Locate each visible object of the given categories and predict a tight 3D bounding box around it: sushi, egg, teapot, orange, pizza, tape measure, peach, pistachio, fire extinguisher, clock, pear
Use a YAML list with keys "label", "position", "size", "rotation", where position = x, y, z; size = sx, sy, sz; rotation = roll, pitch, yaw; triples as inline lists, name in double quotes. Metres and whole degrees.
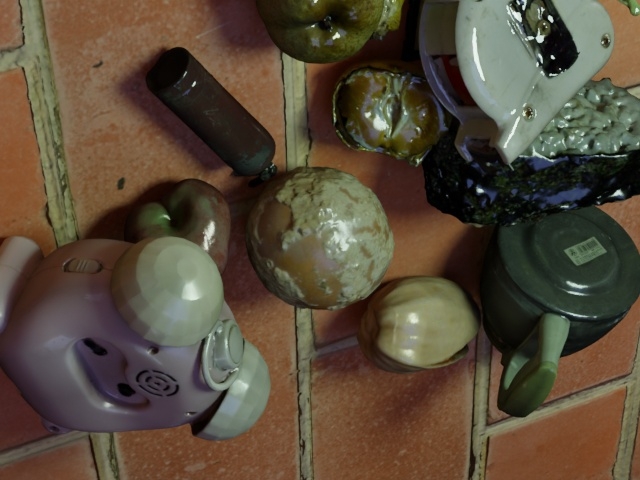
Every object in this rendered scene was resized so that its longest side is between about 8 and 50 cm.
- label: "sushi"
  position: [0.308, -0.126, 2.200]
  size: [0.350, 0.211, 0.171]
  rotation: [-7, 134, -18]
- label: "egg"
  position: [0.000, 0.000, 2.126]
  size: [0.203, 0.203, 0.245]
  rotation: [-43, 146, 8]
- label: "teapot"
  position: [0.364, 0.116, 2.366]
  size: [0.239, 0.322, 0.239]
  rotation: [-2, 143, -19]
- label: "orange"
  position: [0.096, -0.184, 2.081]
  size: [0.160, 0.112, 0.170]
  rotation: [-24, 125, 13]
- label: "pizza"
  position: [0.096, -0.321, 1.986]
  size: [0.035, 0.099, 0.160]
  rotation: [14, 121, -1]
- label: "tape measure"
  position: [0.255, -0.260, 2.013]
  size: [0.258, 0.130, 0.265]
  rotation: [-44, 117, -20]
- label: "peach"
  position: [-0.188, -0.004, 2.068]
  size: [0.152, 0.152, 0.152]
  rotation: [-16, 133, -18]
- label: "pistachio"
  position: [0.157, 0.132, 2.361]
  size: [0.229, 0.157, 0.157]
  rotation: [-6, 131, -46]
- label: "fire extinguisher"
  position: [-0.133, -0.150, 2.016]
  size: [0.089, 0.072, 0.267]
  rotation: [-13, 144, 29]
- label: "clock"
  position: [-0.250, 0.131, 2.007]
  size: [0.325, 0.184, 0.342]
  rotation: [-2, 144, 19]
- label: "pear"
  position: [-0.001, -0.300, 1.914]
  size: [0.167, 0.136, 0.167]
  rotation: [-12, 131, -14]

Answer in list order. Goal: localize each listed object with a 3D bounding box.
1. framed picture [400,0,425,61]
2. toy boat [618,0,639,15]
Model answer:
- label: "framed picture"
  position: [0.208, -0.344, 2.090]
  size: [0.195, 0.010, 0.199]
  rotation: [-12, 131, -22]
- label: "toy boat"
  position: [0.374, -0.439, 2.051]
  size: [0.108, 0.099, 0.293]
  rotation: [-28, 128, -7]
